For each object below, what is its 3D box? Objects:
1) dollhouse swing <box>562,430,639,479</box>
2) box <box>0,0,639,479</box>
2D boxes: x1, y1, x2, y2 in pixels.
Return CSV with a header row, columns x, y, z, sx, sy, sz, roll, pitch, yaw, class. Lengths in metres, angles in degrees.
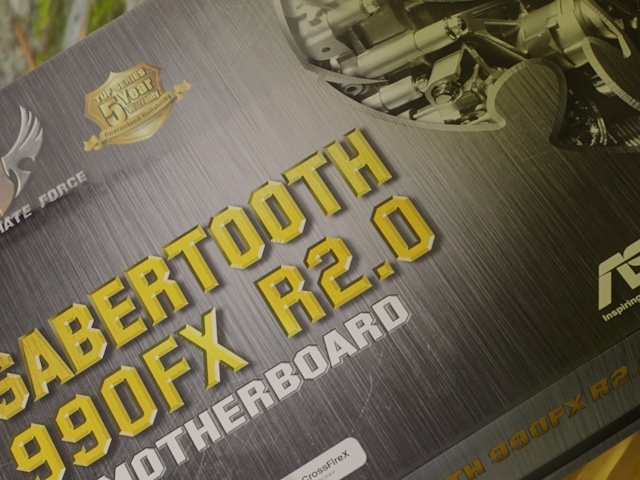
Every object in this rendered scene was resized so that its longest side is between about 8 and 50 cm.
x,y,z,sx,sy,sz,roll,pitch,yaw,class
-0.060,0.052,0.566,0.347,0.315,0.305,45,130,33,dollhouse swing
0.000,0.000,0.507,0.231,0.056,0.183,-31,56,-2,box
